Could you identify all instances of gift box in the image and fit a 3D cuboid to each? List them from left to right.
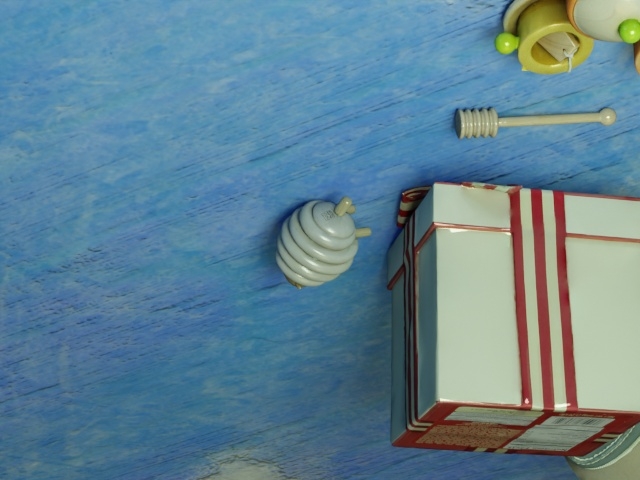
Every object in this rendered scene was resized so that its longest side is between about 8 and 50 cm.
[{"bbox_3d":[0.211,0.066,1.672,0.255,0.258,0.276,5,160,-14],"label":"gift box"}]

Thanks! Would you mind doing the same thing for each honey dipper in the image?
[{"bbox_3d":[0.212,-0.119,1.611,0.160,0.030,0.030,-4,146,-8],"label":"honey dipper"}]

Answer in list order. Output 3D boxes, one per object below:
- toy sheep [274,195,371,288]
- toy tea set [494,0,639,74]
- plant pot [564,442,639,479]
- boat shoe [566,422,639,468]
[{"bbox_3d":[0.000,0.000,1.705,0.091,0.091,0.132,11,129,-24],"label":"toy sheep"},{"bbox_3d":[0.333,-0.184,1.445,0.336,0.124,0.200,2,145,-11],"label":"toy tea set"},{"bbox_3d":[0.438,0.155,1.890,0.256,0.256,0.274,7,129,-18],"label":"plant pot"},{"bbox_3d":[0.332,0.119,1.778,0.099,0.116,0.319,-11,133,-54],"label":"boat shoe"}]
